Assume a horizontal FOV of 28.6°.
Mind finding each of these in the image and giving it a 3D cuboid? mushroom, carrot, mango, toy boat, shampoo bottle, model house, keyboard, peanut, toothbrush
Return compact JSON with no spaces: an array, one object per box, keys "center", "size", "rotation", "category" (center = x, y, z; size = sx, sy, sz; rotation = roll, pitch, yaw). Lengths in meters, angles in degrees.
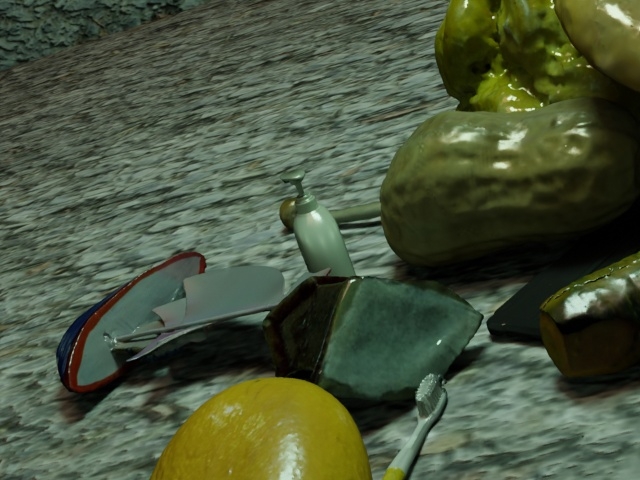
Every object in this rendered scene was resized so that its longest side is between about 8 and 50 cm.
[{"center":[0.088,-0.047,1.437],"size":[0.306,0.043,0.068],"rotation":[-8,43,25],"category":"mushroom"},{"center":[0.256,0.049,0.980],"size":[0.173,0.082,0.082],"rotation":[-21,21,-8],"category":"carrot"},{"center":[-0.051,0.200,0.824],"size":[0.177,0.119,0.317],"rotation":[-21,26,21],"category":"mango"},{"center":[-0.128,0.057,1.264],"size":[0.318,0.072,0.219],"rotation":[-25,18,19],"category":"toy boat"},{"center":[0.000,0.000,1.230],"size":[0.045,0.151,0.077],"rotation":[-20,22,-3],"category":"shampoo bottle"},{"center":[0.035,0.085,1.094],"size":[0.165,0.106,0.152],"rotation":[9,-7,-28],"category":"model house"},{"center":[0.260,0.019,1.134],"size":[0.106,0.016,0.262],"rotation":[3,31,48],"category":"keyboard"},{"center":[0.167,-0.058,1.195],"size":[0.291,0.143,0.159],"rotation":[-12,-19,37],"category":"peanut"},{"center":[0.048,0.182,0.914],"size":[0.021,0.024,0.288],"rotation":[-8,24,25],"category":"toothbrush"}]

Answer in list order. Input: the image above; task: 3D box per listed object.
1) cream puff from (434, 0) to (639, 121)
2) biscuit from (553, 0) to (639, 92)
[{"center":[0.277,-0.215,1.343],"size":[0.291,0.257,0.324],"rotation":[-22,16,-10],"category":"cream puff"},{"center":[0.409,-0.228,1.120],"size":[0.430,0.104,0.446],"rotation":[14,39,9],"category":"biscuit"}]
